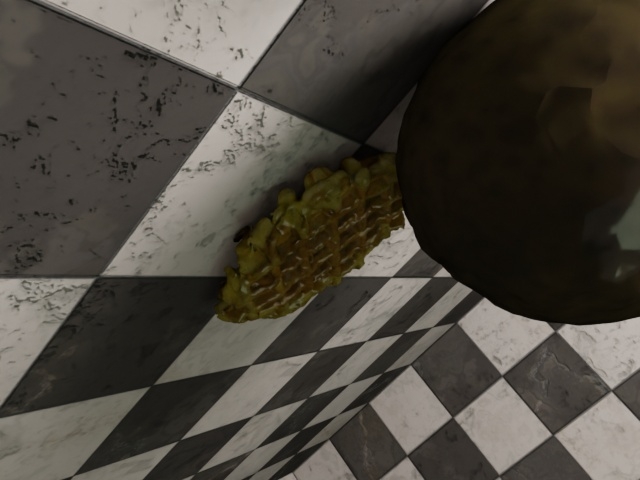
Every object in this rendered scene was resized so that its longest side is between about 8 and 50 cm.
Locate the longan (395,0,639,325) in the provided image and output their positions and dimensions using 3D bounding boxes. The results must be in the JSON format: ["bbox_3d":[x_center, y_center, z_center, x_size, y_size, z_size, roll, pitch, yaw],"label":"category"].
[{"bbox_3d":[0.279,-0.092,0.646,0.391,0.391,0.391,-32,156,-16],"label":"longan"}]

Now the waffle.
[{"bbox_3d":[0.000,0.000,0.795,0.302,0.068,0.325,-7,139,-51],"label":"waffle"}]
